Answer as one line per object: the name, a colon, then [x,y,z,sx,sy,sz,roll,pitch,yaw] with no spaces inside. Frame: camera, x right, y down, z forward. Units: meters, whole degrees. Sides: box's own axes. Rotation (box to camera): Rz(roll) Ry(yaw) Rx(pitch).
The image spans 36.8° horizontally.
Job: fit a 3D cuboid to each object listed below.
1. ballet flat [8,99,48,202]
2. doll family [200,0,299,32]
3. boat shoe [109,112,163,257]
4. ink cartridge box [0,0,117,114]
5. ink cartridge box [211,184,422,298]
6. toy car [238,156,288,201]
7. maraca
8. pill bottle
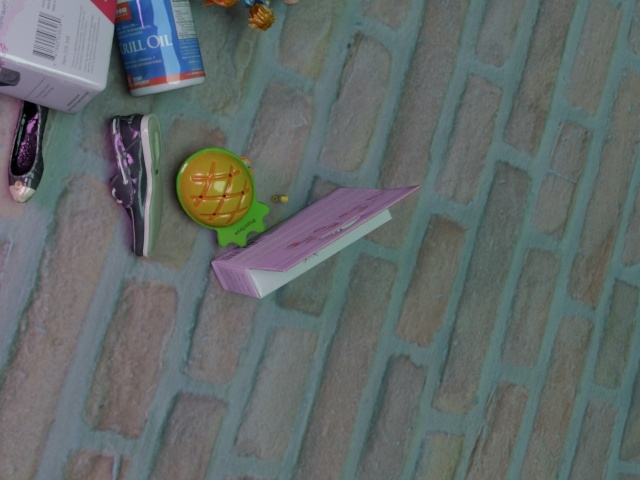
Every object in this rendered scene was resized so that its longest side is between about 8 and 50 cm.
ballet flat: [-0.444,-0.142,1.444,0.049,0.058,0.173,32,63,-75]
doll family: [-0.137,-0.419,1.554,0.118,0.163,0.263,-42,154,20]
boat shoe: [-0.296,-0.087,1.546,0.079,0.084,0.233,0,102,6]
ink cartridge box: [-0.453,-0.335,1.361,0.306,0.131,0.226,15,70,-30]
ink cartridge box: [0.000,0.000,1.612,0.296,0.261,0.066,-31,108,-26]
toy car: [-0.102,-0.107,1.672,0.122,0.041,0.060,15,85,-31]
maraca: [-0.162,-0.071,1.603,0.127,0.099,0.185,-37,118,-4]
pill bottle: [-0.262,-0.343,1.509,0.124,0.124,0.221,-18,101,-30]
